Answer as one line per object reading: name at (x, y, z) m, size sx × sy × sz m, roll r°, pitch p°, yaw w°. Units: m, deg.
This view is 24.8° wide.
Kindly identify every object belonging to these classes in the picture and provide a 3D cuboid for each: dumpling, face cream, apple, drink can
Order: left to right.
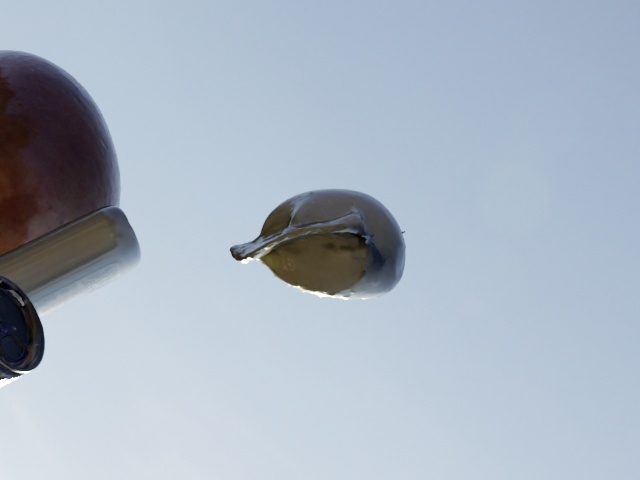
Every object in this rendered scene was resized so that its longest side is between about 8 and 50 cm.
drink can at (-0.364, 0.118, 1.291) m, size 0.235 × 0.097 × 0.097 m, roll -26°, pitch -95°, yaw 22°
apple at (-0.387, -0.059, 1.737) m, size 0.344 × 0.345 × 0.269 m, roll 23°, pitch -26°, yaw 51°
face cream at (-0.318, 0.058, 1.444) m, size 0.071 × 0.291 × 0.144 m, roll 61°, pitch -11°, yaw 7°
dumpling at (0.000, 0.001, 1.293) m, size 0.150 × 0.176 × 0.092 m, roll 6°, pitch -72°, yaw 12°
